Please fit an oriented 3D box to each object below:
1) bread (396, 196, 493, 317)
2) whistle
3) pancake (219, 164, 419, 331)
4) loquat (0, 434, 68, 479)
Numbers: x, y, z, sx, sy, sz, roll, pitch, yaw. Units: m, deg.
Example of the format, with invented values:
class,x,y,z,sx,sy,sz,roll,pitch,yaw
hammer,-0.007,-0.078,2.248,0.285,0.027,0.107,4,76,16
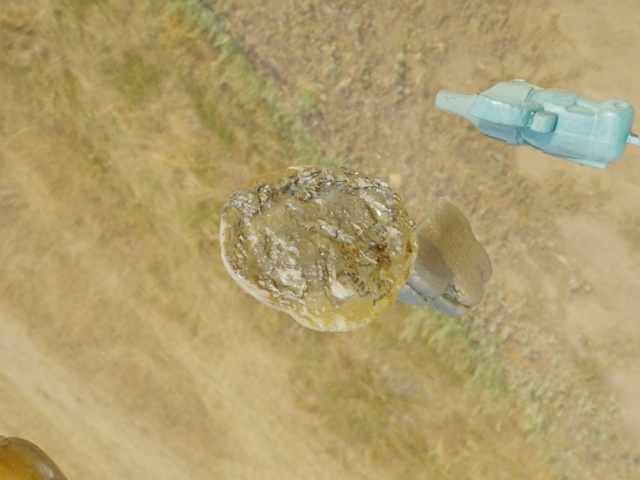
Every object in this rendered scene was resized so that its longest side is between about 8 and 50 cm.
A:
class,x,y,z,sx,sy,sz,roll,pitch,yaw
bread,0.223,0.040,1.661,0.183,0.337,0.102,39,118,3
whistle,0.286,-0.160,1.204,0.274,0.186,0.093,16,111,20
pancake,0.000,0.000,1.263,0.282,0.282,0.049,39,147,10
loquat,-0.388,0.352,1.132,0.179,0.179,0.227,-2,106,53
